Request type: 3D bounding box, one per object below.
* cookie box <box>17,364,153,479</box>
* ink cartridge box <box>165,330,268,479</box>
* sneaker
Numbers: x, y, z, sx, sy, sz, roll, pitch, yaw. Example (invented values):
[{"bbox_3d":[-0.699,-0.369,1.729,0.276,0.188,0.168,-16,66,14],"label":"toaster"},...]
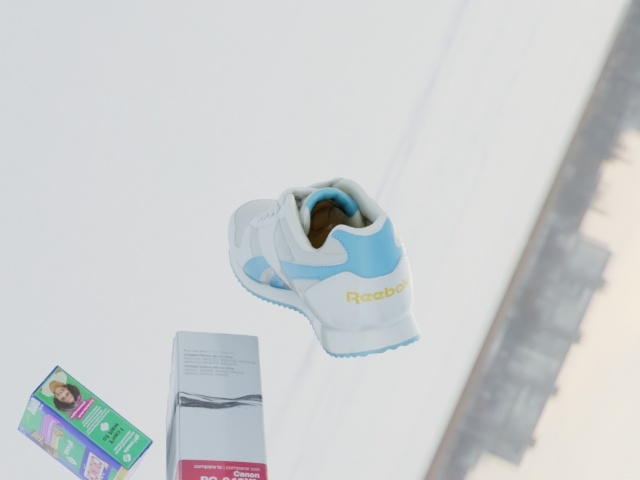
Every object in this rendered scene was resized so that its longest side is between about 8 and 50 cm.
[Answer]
[{"bbox_3d":[-0.206,0.169,1.579,0.040,0.107,0.092,-51,177,-30],"label":"cookie box"},{"bbox_3d":[-0.073,0.152,1.252,0.109,0.063,0.150,100,-11,-45],"label":"ink cartridge box"},{"bbox_3d":[0.000,0.000,1.214,0.229,0.087,0.092,31,-48,61],"label":"sneaker"}]
